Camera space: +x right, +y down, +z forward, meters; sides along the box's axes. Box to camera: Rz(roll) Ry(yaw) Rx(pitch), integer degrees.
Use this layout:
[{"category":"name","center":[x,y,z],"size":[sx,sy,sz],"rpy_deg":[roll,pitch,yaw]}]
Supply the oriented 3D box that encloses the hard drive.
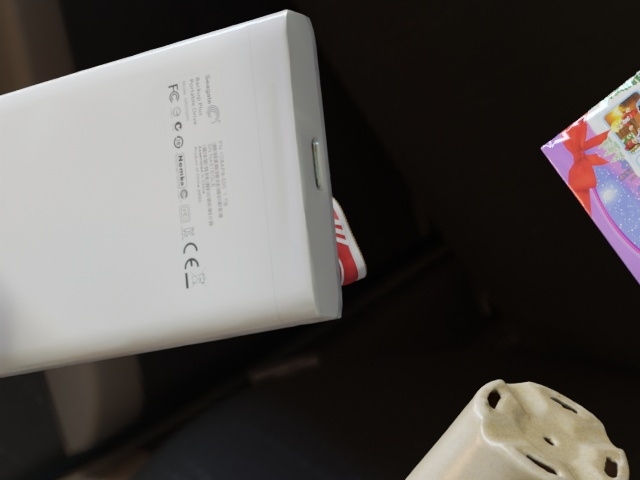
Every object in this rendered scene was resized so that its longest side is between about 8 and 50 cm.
[{"category":"hard drive","center":[-0.150,-0.027,1.290],"size":[0.353,0.047,0.233],"rpy_deg":[-12,80,32]}]

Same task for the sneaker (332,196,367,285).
[{"category":"sneaker","center":[0.000,0.000,1.852],"size":[0.118,0.067,0.042],"rpy_deg":[63,154,7]}]

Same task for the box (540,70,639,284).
[{"category":"box","center":[0.331,-0.033,1.297],"size":[0.057,0.201,0.293],"rpy_deg":[39,-163,-48]}]

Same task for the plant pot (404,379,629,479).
[{"category":"plant pot","center":[0.237,0.363,2.117],"size":[0.334,0.334,0.305],"rpy_deg":[49,123,36]}]
